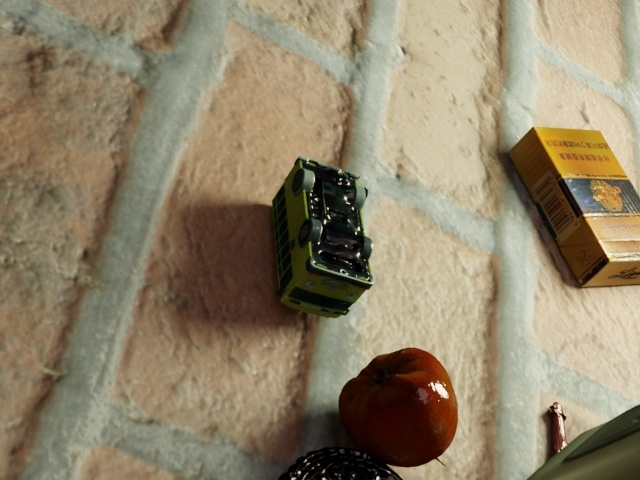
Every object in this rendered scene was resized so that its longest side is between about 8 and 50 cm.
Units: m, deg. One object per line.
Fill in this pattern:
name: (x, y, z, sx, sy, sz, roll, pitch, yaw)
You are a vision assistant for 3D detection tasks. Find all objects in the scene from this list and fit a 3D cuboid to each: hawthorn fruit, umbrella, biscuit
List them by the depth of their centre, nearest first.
biscuit: (0.032, 0.290, 1.134, 0.194, 0.053, 0.195, 19, 46, -21)
hawthorn fruit: (0.082, 0.182, 1.223, 0.125, 0.140, 0.125, 1, 16, 0)
umbrella: (0.281, 0.255, 1.372, 0.027, 0.025, 0.165, 11, 45, -7)

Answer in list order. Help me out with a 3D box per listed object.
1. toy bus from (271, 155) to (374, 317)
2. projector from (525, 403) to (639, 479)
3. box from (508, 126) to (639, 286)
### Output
toy bus: (0.000, 0.000, 1.323, 0.088, 0.101, 0.175, 18, 41, -24)
projector: (0.398, 0.291, 1.238, 0.248, 0.249, 0.249, -24, 80, -46)
box: (0.385, -0.050, 1.677, 0.152, 0.070, 0.237, -1, 58, -38)
